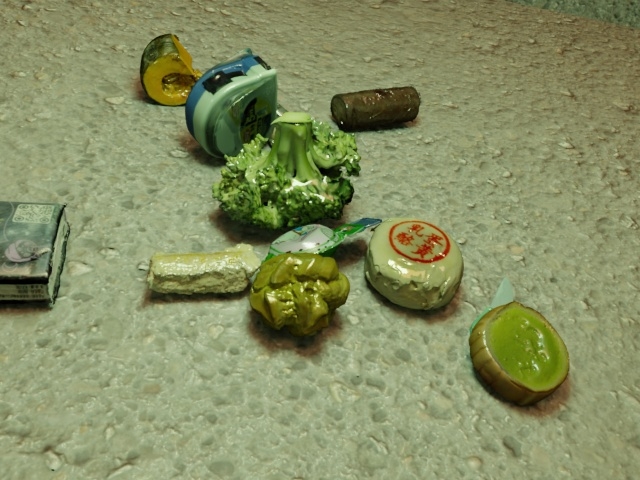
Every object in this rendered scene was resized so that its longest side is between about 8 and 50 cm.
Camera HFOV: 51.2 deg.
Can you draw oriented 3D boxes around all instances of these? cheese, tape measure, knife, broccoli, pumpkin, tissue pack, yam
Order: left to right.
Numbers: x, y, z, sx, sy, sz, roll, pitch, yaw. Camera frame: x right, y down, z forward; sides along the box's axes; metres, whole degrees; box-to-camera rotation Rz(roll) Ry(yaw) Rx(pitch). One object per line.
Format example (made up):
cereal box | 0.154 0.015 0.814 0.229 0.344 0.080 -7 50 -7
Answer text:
tissue pack | -0.740 0.017 1.424 0.361 0.122 0.259 0 41 -12
pumpkin | -0.408 -0.518 2.043 0.280 0.190 0.139 -1 42 -17
tape measure | -0.241 -0.360 1.858 0.262 0.259 0.138 -33 56 -30
broccoli | -0.073 -0.172 1.702 0.338 0.317 0.277 23 28 -27
cheese | 0.000 0.000 1.614 0.320 0.083 0.204 -24 15 -25
yam | 0.177 -0.423 2.146 0.279 0.131 0.131 -12 47 -23
knife | 0.434 0.168 1.636 0.063 0.035 0.260 33 42 15

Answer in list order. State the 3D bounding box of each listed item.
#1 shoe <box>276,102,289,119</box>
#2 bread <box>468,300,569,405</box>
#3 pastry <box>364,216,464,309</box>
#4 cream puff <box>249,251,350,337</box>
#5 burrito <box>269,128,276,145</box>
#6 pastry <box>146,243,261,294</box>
shoe | -0.171 -0.421 2.083 0.194 0.077 0.074 26 42 14
bread | 0.442 0.247 1.491 0.236 0.070 0.236 12 50 -14
pastry | 0.226 0.055 1.629 0.264 0.133 0.265 6 46 -6
cream puff | -0.045 0.122 1.455 0.220 0.195 0.195 2 43 -6
burrito | -0.129 -0.303 1.993 0.055 0.041 0.149 -15 51 -11
pastry | -0.265 0.066 1.514 0.258 0.089 0.121 -3 41 -19
